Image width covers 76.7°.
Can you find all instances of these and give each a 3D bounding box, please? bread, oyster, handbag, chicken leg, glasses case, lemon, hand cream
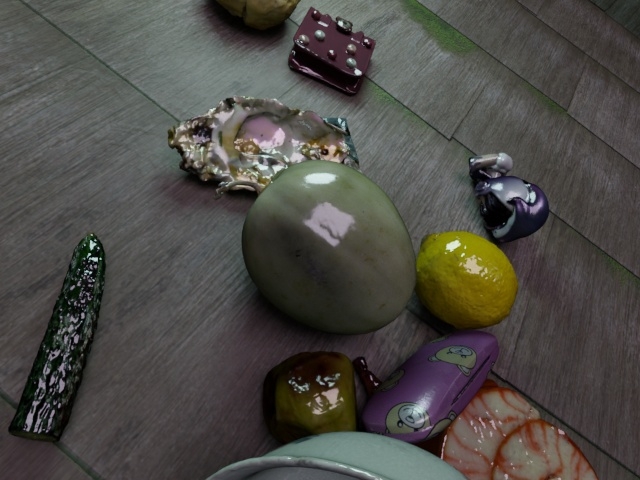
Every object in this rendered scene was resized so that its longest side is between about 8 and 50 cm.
[{"bbox_3d":[-0.164,-0.628,1.004,0.244,0.134,0.245,9,57,-15],"label":"bread"},{"bbox_3d":[-0.117,-0.185,0.809,0.354,0.107,0.201,11,87,-25],"label":"oyster"},{"bbox_3d":[0.036,-0.496,1.043,0.203,0.074,0.216,24,57,-9],"label":"handbag"},{"bbox_3d":[0.094,0.294,0.654,0.092,0.053,0.205,5,56,-2],"label":"chicken leg"},{"bbox_3d":[0.287,0.403,0.626,0.328,0.114,0.295,46,57,6],"label":"bread"},{"bbox_3d":[0.185,0.218,0.641,0.316,0.123,0.076,-17,89,-48],"label":"glasses case"},{"bbox_3d":[0.268,0.075,0.765,0.193,0.180,0.181,51,51,-28],"label":"lemon"},{"bbox_3d":[0.055,-0.181,0.903,0.075,0.052,0.248,11,51,-42],"label":"hand cream"}]

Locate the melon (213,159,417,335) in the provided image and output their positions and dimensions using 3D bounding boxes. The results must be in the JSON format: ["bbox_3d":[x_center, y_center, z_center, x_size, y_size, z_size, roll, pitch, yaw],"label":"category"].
[{"bbox_3d":[0.011,0.012,0.653,0.271,0.271,0.308,-29,93,-31],"label":"melon"}]

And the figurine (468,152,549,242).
[{"bbox_3d":[0.441,-0.104,0.953,0.145,0.145,0.223,2,61,-20],"label":"figurine"}]

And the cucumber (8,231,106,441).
[{"bbox_3d":[-0.347,0.117,0.567,0.067,0.068,0.294,10,58,-16],"label":"cucumber"}]

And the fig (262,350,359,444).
[{"bbox_3d":[-0.002,0.241,0.590,0.154,0.144,0.166,-37,99,-3],"label":"fig"}]

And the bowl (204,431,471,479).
[{"bbox_3d":[0.066,0.367,0.453,0.435,0.435,0.196,43,26,5],"label":"bowl"}]
